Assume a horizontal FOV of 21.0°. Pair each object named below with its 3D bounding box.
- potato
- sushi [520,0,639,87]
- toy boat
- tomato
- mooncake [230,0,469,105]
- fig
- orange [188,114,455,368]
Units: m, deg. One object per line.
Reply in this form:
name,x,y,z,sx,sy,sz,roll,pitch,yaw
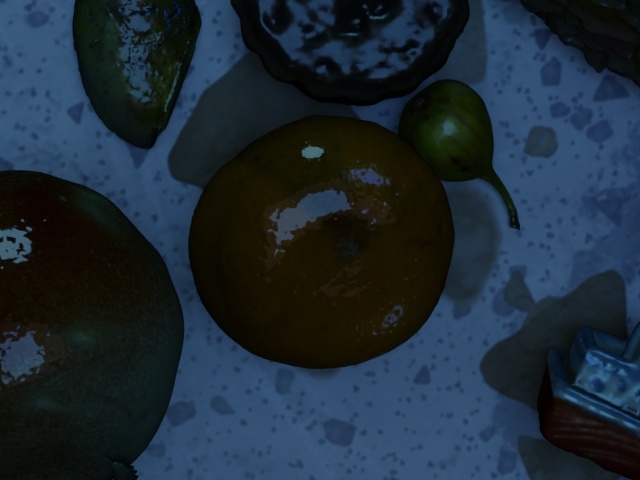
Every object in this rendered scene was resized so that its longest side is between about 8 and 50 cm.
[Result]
potato,-0.170,-0.185,1.589,0.119,0.054,0.198,7,92,-9
sushi,0.348,-0.294,1.510,0.328,0.328,0.285,30,78,-5
toy boat,0.371,0.173,1.610,0.331,0.145,0.133,24,103,-2
tomato,-0.246,0.095,1.475,0.239,0.303,0.304,16,91,-14
mooncake,0.029,-0.233,1.572,0.228,0.124,0.228,0,93,-5
fig,0.127,-0.075,1.626,0.093,0.093,0.166,-29,133,-4
orange,0.000,0.000,1.554,0.240,0.171,0.240,-3,106,-9
